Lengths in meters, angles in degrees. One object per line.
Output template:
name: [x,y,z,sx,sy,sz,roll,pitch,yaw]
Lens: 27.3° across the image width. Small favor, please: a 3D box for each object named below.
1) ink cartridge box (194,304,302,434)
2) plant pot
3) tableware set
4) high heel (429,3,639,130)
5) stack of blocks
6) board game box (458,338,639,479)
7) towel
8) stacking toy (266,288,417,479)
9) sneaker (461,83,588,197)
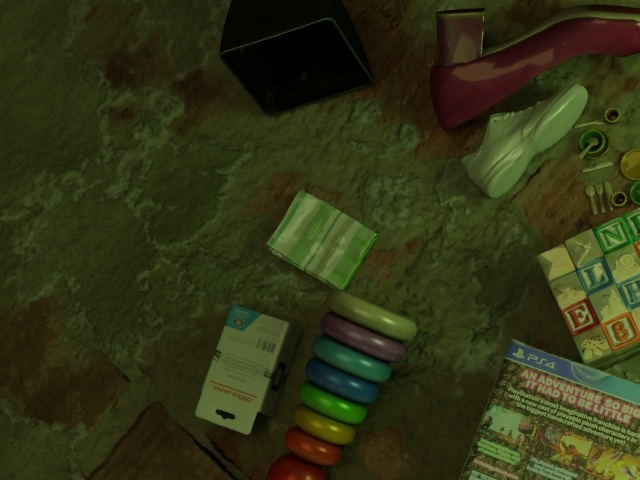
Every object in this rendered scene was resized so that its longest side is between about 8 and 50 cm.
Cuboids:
ink cartridge box: [-0.110,0.201,2.015,0.104,0.060,0.180,17,82,24]
plant pot: [-0.040,-0.333,2.077,0.188,0.188,0.166,-15,58,17]
tableware set: [0.428,-0.117,1.912,0.104,0.024,0.154,-13,71,17]
high heel: [0.352,-0.254,1.959,0.377,0.127,0.181,3,107,17]
stack of blocks: [0.472,0.042,1.816,0.297,0.087,0.171,-26,68,13]
board game box: [0.327,0.313,1.770,0.232,0.141,0.291,19,83,24]
towel: [0.000,0.000,2.048,0.152,0.023,0.113,30,89,25]
stacking toy: [0.016,0.244,1.922,0.141,0.141,0.330,23,89,25]
sneaker: [0.296,-0.167,1.950,0.212,0.080,0.094,-44,61,7]
